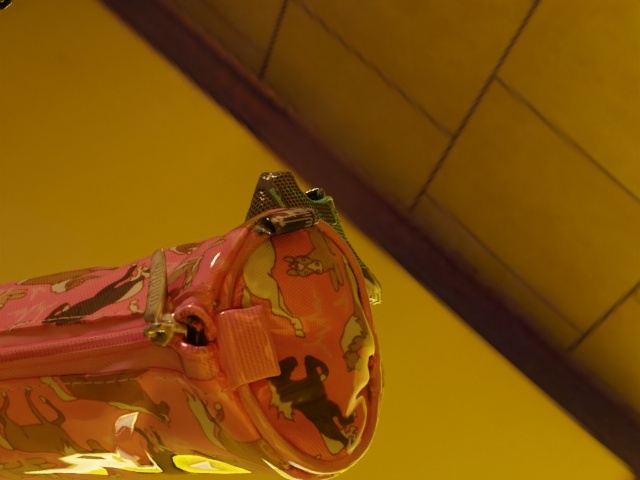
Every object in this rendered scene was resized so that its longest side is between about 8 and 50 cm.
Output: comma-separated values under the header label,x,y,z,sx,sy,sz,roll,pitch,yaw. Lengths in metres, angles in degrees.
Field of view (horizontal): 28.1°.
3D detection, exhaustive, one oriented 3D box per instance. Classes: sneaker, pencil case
label,x,y,z,sx,sy,sz,roll,pitch,yaw
sneaker,0.000,0.000,0.953,0.065,0.076,0.166,-3,157,31
pencil case,-0.153,0.082,0.794,0.386,0.160,0.167,-10,120,33

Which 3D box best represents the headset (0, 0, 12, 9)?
label,x,y,z,sx,sy,sz,roll,pitch,yaw
headset,-0.417,-0.221,1.030,0.243,0.394,0.185,49,145,27
